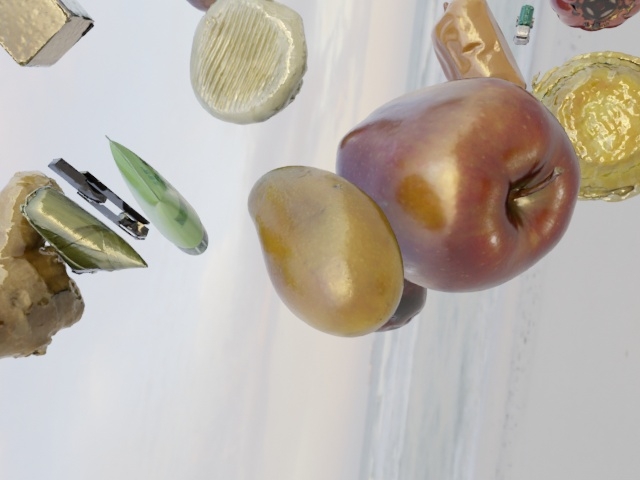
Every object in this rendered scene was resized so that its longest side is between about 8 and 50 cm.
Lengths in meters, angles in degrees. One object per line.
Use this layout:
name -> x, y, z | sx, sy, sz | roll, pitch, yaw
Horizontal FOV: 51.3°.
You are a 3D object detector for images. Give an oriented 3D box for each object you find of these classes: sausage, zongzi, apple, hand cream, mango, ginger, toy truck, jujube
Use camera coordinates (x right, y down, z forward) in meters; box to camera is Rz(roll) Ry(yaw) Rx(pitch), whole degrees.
sausage -> 0.294, -0.346, 1.262 | 0.120, 0.136, 0.241 | -24, -87, -59
zongzi -> -0.234, -0.010, 0.662 | 0.104, 0.113, 0.052 | 55, -127, -34
apple -> 0.178, -0.071, 0.905 | 0.288, 0.317, 0.288 | -12, -72, -39
hand cream -> -0.163, -0.037, 0.701 | 0.046, 0.095, 0.175 | -37, -24, -9
mango -> 0.000, 0.000, 0.685 | 0.227, 0.136, 0.099 | 52, -176, 35
ginger -> -0.325, 0.077, 0.652 | 0.148, 0.081, 0.334 | 57, -142, -33
toy truck -> 0.456, -0.483, 1.493 | 0.044, 0.039, 0.083 | 64, -140, -67
jujube -> 0.087, 0.104, 1.262 | 0.168, 0.236, 0.168 | 32, 128, 54

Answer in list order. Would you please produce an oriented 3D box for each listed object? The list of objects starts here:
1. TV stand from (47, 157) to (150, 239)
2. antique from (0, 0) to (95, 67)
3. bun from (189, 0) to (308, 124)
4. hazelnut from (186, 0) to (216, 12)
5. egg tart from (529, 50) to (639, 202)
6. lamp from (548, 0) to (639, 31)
TV stand -> -0.445, -0.086, 1.358 | 0.249, 0.036, 0.042 | 47, -122, -40
antique -> -0.354, -0.295, 0.709 | 0.081, 0.221, 0.080 | -40, 11, 7
bun -> -0.113, -0.306, 1.144 | 0.133, 0.231, 0.231 | -16, -66, -67
hazelnut -> -0.184, -0.526, 1.217 | 0.181, 0.212, 0.181 | -31, 1, -35
egg tart -> 0.668, -0.281, 1.599 | 0.169, 0.388, 0.388 | 12, -95, -74
lamp -> 0.511, -0.472, 1.218 | 0.182, 0.182, 0.140 | 87, -169, -62
